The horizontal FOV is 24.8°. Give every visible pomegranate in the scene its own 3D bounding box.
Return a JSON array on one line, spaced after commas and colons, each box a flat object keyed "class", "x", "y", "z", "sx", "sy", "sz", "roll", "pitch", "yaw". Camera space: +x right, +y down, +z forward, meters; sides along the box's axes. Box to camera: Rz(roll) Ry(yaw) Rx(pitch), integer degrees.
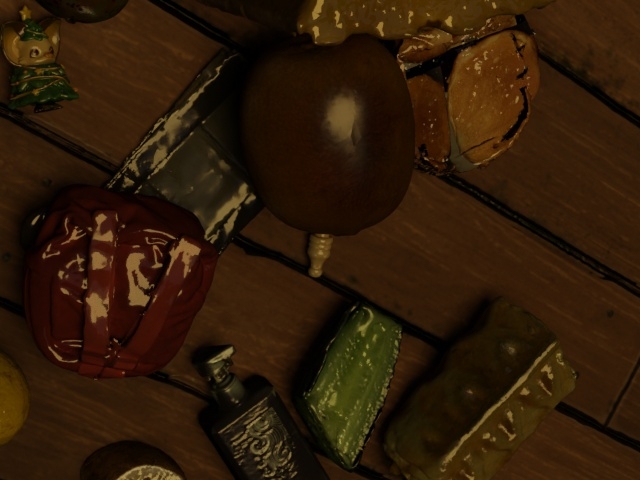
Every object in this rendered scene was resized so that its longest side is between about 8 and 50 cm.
[{"class": "pomegranate", "x": -0.248, "y": -0.297, "z": 1.525, "sx": 0.115, "sy": 0.114, "sz": 0.142, "roll": 10, "pitch": 89, "yaw": -26}]

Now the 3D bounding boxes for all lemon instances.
[{"class": "lemon", "x": -0.372, "y": 0.173, "z": 1.591, "sx": 0.109, "sy": 0.109, "sz": 0.133, "roll": -4, "pitch": 98, "yaw": -23}]

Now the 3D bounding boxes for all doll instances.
[{"class": "doll", "x": -0.312, "y": -0.188, "z": 1.563, "sx": 0.078, "sy": 0.077, "sz": 0.113, "roll": -16, "pitch": 80, "yaw": -46}]

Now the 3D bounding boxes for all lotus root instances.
[{"class": "lotus root", "x": -0.218, "y": 0.295, "z": 1.714, "sx": 0.122, "sy": 0.081, "sz": 0.112, "roll": -11, "pitch": 100, "yaw": -21}]

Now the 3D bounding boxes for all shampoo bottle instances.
[{"class": "shampoo bottle", "x": -0.067, "y": 0.256, "z": 1.771, "sx": 0.098, "sy": 0.071, "sz": 0.309, "roll": -34, "pitch": 112, "yaw": -10}]

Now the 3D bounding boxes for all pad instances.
[{"class": "pad", "x": -0.124, "y": -0.085, "z": 1.685, "sx": 0.233, "sy": 0.022, "sz": 0.174, "roll": -49, "pitch": 118, "yaw": -4}]

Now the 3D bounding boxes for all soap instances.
[{"class": "soap", "x": 0.045, "y": -0.302, "z": 1.531, "sx": 0.293, "sy": 0.335, "sz": 0.156, "roll": -11, "pitch": 107, "yaw": -19}]

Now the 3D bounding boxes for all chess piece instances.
[{"class": "chess piece", "x": 0.000, "y": 0.000, "z": 1.755, "sx": 0.035, "sy": 0.035, "sz": 0.092, "roll": 4, "pitch": 105, "yaw": -25}]

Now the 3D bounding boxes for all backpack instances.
[{"class": "backpack", "x": -0.225, "y": 0.053, "z": 1.605, "sx": 0.229, "sy": 0.139, "sz": 0.229, "roll": -7, "pitch": 112, "yaw": -18}]

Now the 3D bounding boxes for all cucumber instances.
[{"class": "cucumber", "x": 0.024, "y": 0.170, "z": 1.784, "sx": 0.115, "sy": 0.086, "sz": 0.193, "roll": 30, "pitch": 84, "yaw": -28}]

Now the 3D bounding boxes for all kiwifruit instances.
[{"class": "kiwifruit", "x": 0.010, "y": -0.114, "z": 1.617, "sx": 0.196, "sy": 0.196, "sz": 0.234, "roll": -22, "pitch": 113, "yaw": -18}]

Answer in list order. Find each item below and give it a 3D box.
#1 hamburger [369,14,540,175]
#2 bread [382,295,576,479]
[{"class": "hamburger", "x": 0.156, "y": -0.189, "z": 1.736, "sx": 0.231, "sy": 0.107, "sz": 0.231, "roll": -8, "pitch": 106, "yaw": -28}, {"class": "bread", "x": 0.195, "y": 0.215, "z": 1.846, "sx": 0.152, "sy": 0.130, "sz": 0.267, "roll": 41, "pitch": 84, "yaw": 10}]
